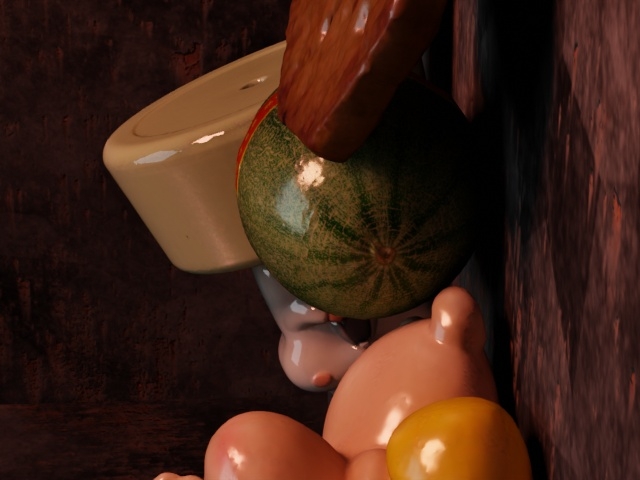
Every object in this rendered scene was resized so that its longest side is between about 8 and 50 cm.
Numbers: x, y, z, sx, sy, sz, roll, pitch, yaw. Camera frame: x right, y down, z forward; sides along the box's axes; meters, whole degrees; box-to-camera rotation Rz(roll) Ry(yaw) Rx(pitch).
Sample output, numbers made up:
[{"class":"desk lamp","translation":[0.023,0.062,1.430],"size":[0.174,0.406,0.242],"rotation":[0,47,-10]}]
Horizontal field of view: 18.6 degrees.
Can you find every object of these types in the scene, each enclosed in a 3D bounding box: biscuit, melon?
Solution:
[{"class":"biscuit","translation":[0.048,-0.219,1.226],"size":[0.359,0.046,0.359],"rotation":[-162,90,-76]},{"class":"melon","translation":[0.027,-0.042,1.420],"size":[0.288,0.182,0.182],"rotation":[-119,27,-74]}]

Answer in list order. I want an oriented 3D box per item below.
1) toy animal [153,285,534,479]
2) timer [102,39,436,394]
[{"class":"toy animal","translation":[0.007,0.183,1.254],"size":[0.277,0.246,0.345],"rotation":[95,173,-56]},{"class":"timer","translation":[0.000,0.000,1.710],"size":[0.291,0.290,0.315],"rotation":[-101,-11,-76]}]
